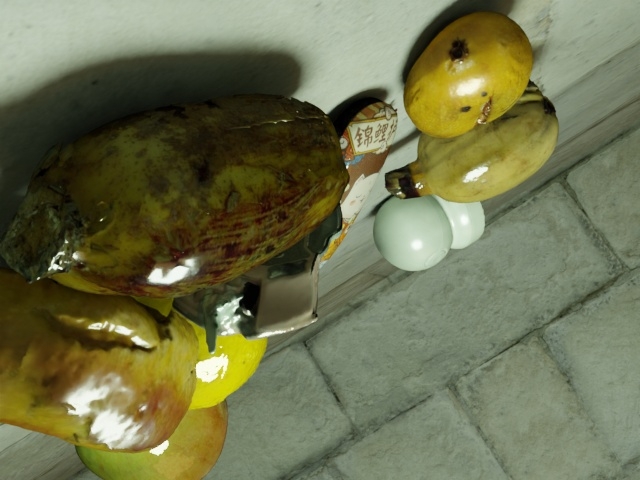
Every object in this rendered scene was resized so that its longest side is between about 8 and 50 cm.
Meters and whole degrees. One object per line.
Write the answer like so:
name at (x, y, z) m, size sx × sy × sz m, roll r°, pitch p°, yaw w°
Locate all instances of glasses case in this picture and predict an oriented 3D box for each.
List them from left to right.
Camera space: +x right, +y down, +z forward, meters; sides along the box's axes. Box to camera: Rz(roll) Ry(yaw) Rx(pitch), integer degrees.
glasses case at (0.014, -0.064, 1.082) m, size 0.122 × 0.082 × 0.321 m, roll -19°, pitch 142°, yaw -53°

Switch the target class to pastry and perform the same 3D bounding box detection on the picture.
pastry at (-0.299, 0.125, 0.800) m, size 0.356 × 0.163 × 0.356 m, roll 13°, pitch 167°, yaw 3°

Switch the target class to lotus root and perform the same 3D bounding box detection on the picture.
lotus root at (-0.121, -0.044, 0.727) m, size 0.196 × 0.179 × 0.398 m, roll -21°, pitch -179°, yaw 39°
lotus root at (0.254, -0.152, 1.270) m, size 0.310 × 0.182 × 0.183 m, roll -30°, pitch 169°, yaw 12°

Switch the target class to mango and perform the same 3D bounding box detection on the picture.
mango at (0.201, -0.211, 1.014) m, size 0.177 × 0.120 × 0.295 m, roll -30°, pitch 169°, yaw 3°

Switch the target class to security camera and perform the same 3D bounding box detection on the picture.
security camera at (0.236, -0.036, 1.711) m, size 0.236 × 0.194 × 0.194 m, roll -27°, pitch 168°, yaw -19°

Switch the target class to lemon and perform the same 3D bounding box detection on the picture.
lemon at (-0.202, 0.136, 1.158) m, size 0.245 × 0.245 × 0.320 m, roll -33°, pitch 178°, yaw 9°

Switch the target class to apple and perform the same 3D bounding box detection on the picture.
apple at (-0.392, 0.409, 1.701) m, size 0.339 × 0.338 × 0.305 m, roll -32°, pitch 149°, yaw 6°

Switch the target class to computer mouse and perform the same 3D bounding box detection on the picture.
computer mouse at (-0.077, 0.032, 0.889) m, size 0.200 × 0.114 × 0.389 m, roll 4°, pitch -148°, yaw 3°

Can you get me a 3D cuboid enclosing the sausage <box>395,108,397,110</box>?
sausage at (0.050, -0.133, 1.181) m, size 0.034 × 0.034 × 0.253 m, roll -21°, pitch 166°, yaw -41°
